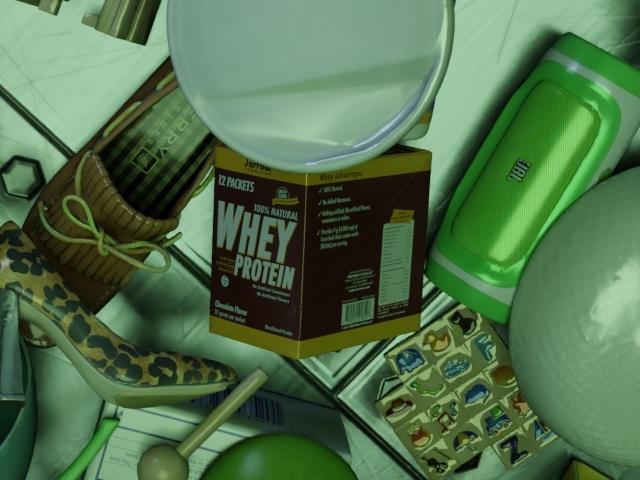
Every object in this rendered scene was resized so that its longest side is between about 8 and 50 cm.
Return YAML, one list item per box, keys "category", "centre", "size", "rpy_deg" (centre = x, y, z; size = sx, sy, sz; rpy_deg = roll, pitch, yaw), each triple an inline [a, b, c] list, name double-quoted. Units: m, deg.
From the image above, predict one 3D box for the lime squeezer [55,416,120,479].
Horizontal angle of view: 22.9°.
- category: "lime squeezer"
  centre: [-0.270, 0.328, 1.611]
  size: [0.110, 0.059, 0.310]
  rpy_deg: [2, 98, -20]

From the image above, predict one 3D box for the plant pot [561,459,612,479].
- category: "plant pot"
  centre: [0.317, 0.409, 1.741]
  size: [0.212, 0.212, 0.187]
  rpy_deg: [32, 112, -10]

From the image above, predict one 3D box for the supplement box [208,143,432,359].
- category: "supplement box"
  centre: [0.000, 0.000, 1.611]
  size: [0.191, 0.129, 0.194]
  rpy_deg: [-9, 107, -46]

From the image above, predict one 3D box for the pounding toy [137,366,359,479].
- category: "pounding toy"
  centre: [-0.055, 0.274, 1.573]
  size: [0.183, 0.110, 0.237]
  rpy_deg: [-37, 102, 4]

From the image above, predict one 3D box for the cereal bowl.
- category: "cereal bowl"
  centre: [0.372, 0.096, 1.642]
  size: [0.339, 0.141, 0.339]
  rpy_deg: [-9, 115, -20]

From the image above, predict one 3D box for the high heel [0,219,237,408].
- category: "high heel"
  centre: [-0.208, 0.070, 1.568]
  size: [0.261, 0.093, 0.186]
  rpy_deg: [2, 71, -24]

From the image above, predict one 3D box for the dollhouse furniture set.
- category: "dollhouse furniture set"
  centre: [-0.242, -0.284, 1.587]
  size: [0.151, 0.144, 0.123]
  rpy_deg: [21, 96, 7]

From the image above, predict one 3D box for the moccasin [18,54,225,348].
- category: "moccasin"
  centre: [-0.196, -0.042, 1.626]
  size: [0.139, 0.147, 0.380]
  rpy_deg: [43, 97, -13]

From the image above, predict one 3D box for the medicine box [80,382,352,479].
- category: "medicine box"
  centre: [-0.135, 0.305, 1.706]
  size: [0.263, 0.149, 0.289]
  rpy_deg: [16, 101, -7]

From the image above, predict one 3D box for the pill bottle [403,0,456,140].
- category: "pill bottle"
  centre: [0.061, -0.248, 1.596]
  size: [0.152, 0.152, 0.272]
  rpy_deg: [10, 101, -6]

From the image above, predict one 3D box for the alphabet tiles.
- category: "alphabet tiles"
  centre: [0.190, 0.161, 1.768]
  size: [0.237, 0.009, 0.198]
  rpy_deg: [-35, 103, 5]

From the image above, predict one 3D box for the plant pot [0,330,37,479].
- category: "plant pot"
  centre: [-0.418, 0.220, 1.629]
  size: [0.290, 0.290, 0.195]
  rpy_deg: [-11, 137, -1]

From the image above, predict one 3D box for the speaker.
- category: "speaker"
  centre: [0.228, -0.065, 1.660]
  size: [0.131, 0.131, 0.296]
  rpy_deg: [28, 99, -9]

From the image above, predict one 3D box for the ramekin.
- category: "ramekin"
  centre: [0.001, -0.202, 1.473]
  size: [0.273, 0.127, 0.273]
  rpy_deg: [2, 98, 15]
